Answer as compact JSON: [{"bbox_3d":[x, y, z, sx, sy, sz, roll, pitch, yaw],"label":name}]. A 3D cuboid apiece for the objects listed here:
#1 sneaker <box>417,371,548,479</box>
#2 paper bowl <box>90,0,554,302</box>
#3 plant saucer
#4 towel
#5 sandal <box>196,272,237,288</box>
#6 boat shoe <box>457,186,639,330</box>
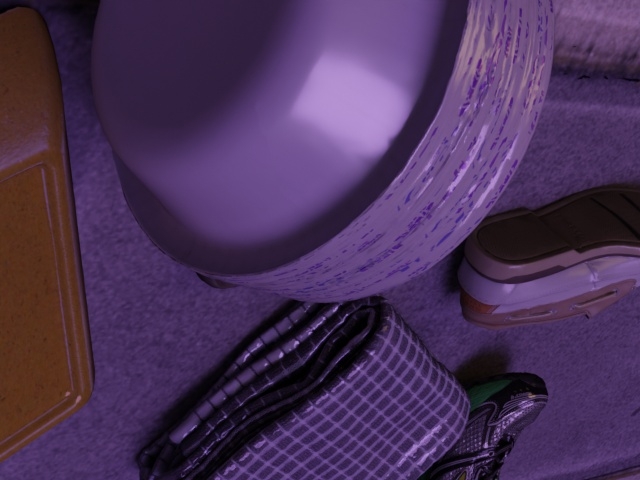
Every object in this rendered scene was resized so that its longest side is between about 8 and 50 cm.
[{"bbox_3d":[0.173,0.298,1.235,0.134,0.146,0.343,8,118,-43],"label":"sneaker"},{"bbox_3d":[-0.021,-0.113,0.610,0.148,0.284,0.284,19,111,-46],"label":"paper bowl"},{"bbox_3d":[-0.268,0.065,0.654,0.333,0.081,0.332,-34,142,-36],"label":"plant saucer"},{"bbox_3d":[-0.005,0.190,1.016,0.284,0.121,0.235,-43,139,0],"label":"towel"},{"bbox_3d":[0.000,0.000,0.900,0.219,0.060,0.090,-15,133,-29],"label":"sandal"},{"bbox_3d":[0.277,0.020,1.113,0.302,0.113,0.103,-7,130,-21],"label":"boat shoe"}]
